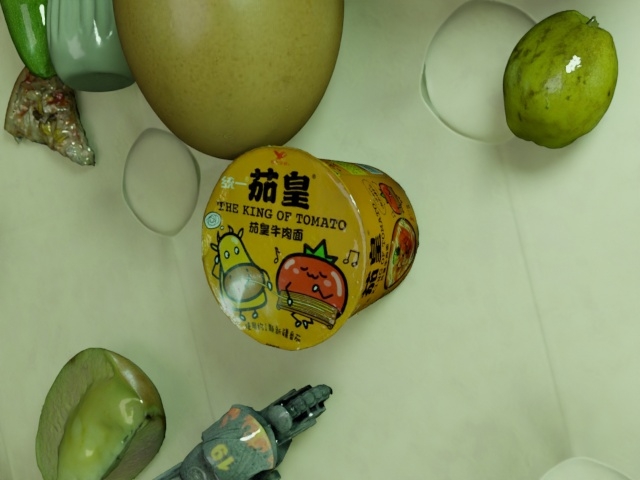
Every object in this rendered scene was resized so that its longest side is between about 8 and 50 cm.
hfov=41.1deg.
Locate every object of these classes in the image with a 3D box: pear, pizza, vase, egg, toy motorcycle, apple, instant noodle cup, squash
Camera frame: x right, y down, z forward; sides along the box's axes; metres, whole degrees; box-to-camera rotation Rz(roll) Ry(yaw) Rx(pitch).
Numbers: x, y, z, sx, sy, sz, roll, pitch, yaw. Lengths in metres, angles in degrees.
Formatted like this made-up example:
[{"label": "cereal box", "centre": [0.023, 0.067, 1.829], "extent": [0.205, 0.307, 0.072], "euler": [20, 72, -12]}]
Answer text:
[{"label": "pear", "centre": [0.229, -0.153, 0.816], "extent": [0.107, 0.107, 0.131], "euler": [34, 122, 25]}, {"label": "pizza", "centre": [-0.401, -0.178, 1.269], "extent": [0.195, 0.052, 0.185], "euler": [49, 123, 18]}, {"label": "vase", "centre": [-0.303, -0.330, 1.140], "extent": [0.128, 0.128, 0.248], "euler": [-10, 82, 35]}, {"label": "egg", "centre": [-0.098, -0.248, 0.930], "extent": [0.250, 0.250, 0.322], "euler": [-1, 91, 34]}, {"label": "toy motorcycle", "centre": [-0.116, 0.275, 1.071], "extent": [0.307, 0.173, 0.108], "euler": [-43, 74, 29]}, {"label": "apple", "centre": [-0.316, 0.260, 1.240], "extent": [0.265, 0.120, 0.193], "euler": [-52, 56, 25]}, {"label": "instant noodle cup", "centre": [0.000, 0.000, 0.950], "extent": [0.215, 0.172, 0.216], "euler": [5, 99, 33]}, {"label": "squash", "centre": [-0.425, -0.419, 1.212], "extent": [0.107, 0.107, 0.395], "euler": [-25, 78, 34]}]
